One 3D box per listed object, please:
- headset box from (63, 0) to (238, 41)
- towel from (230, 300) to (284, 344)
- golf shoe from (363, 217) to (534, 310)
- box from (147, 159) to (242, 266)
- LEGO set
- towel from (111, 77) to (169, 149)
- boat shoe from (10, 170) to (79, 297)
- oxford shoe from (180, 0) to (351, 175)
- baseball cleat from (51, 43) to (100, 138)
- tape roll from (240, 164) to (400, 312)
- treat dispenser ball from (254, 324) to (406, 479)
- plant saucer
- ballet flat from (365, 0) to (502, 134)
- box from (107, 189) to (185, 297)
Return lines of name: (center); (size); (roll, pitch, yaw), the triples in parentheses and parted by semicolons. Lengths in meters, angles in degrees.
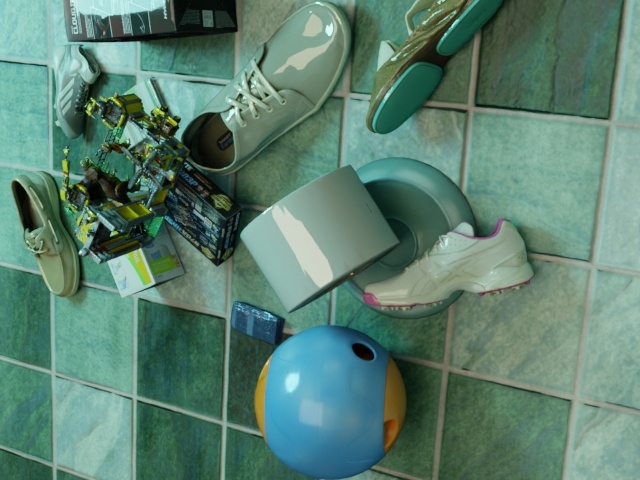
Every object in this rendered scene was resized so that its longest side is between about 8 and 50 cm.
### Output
headset box: (-0.345, -0.452, 1.853); (0.293, 0.218, 0.110); (1, 102, 28)
towel: (-0.136, 0.175, 1.987); (0.119, 0.029, 0.067); (18, 110, 23)
golf shoe: (0.220, 0.043, 1.681); (0.306, 0.115, 0.140); (-11, 94, -2)
box: (-0.265, -0.071, 1.945); (0.220, 0.051, 0.175); (40, 146, 15)
LEGO set: (-0.417, -0.117, 1.837); (0.255, 0.192, 0.331); (46, 122, 11)
towel: (-0.396, -0.270, 2.036); (0.152, 0.023, 0.113); (-26, 86, 32)
boat shoe: (-0.644, -0.008, 2.177); (0.109, 0.098, 0.302); (-10, 96, 29)
oxford shoe: (-0.112, -0.278, 1.820); (0.449, 0.130, 0.169); (-41, 79, 27)
baseball cleat: (-0.533, -0.327, 2.066); (0.109, 0.072, 0.206); (-2, 104, 22)
tape roll: (0.000, 0.000, 1.705); (0.246, 0.246, 0.169); (-34, 84, 29)
treat dispenser ball: (0.020, 0.306, 1.785); (0.288, 0.288, 0.288); (6, 104, 27)
plant saucer: (0.144, 0.002, 1.794); (0.317, 0.043, 0.318); (7, 105, 26)
ballet flat: (0.177, -0.348, 1.671); (0.342, 0.116, 0.124); (-52, 56, 26)
box: (-0.399, 0.005, 2.041); (0.103, 0.114, 0.203); (-22, 89, 30)
